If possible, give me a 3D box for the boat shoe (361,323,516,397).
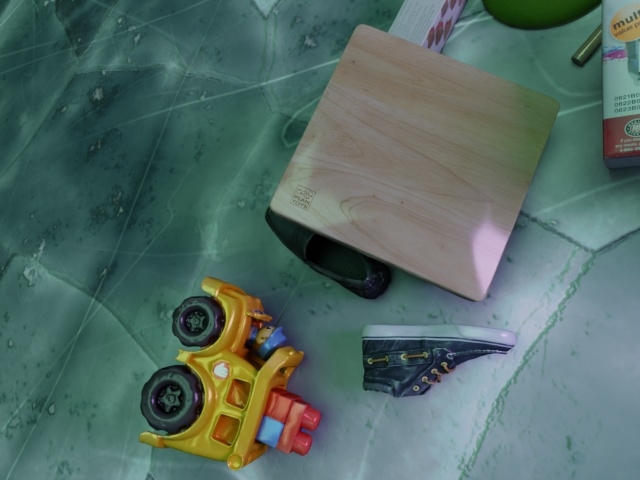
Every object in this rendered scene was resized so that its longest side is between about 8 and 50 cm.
[{"bbox_3d":[0.134,0.143,0.534,0.184,0.065,0.083,-7,72,31],"label":"boat shoe"}]

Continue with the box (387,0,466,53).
[{"bbox_3d":[0.130,-0.275,0.666,0.067,0.063,0.323,24,85,30],"label":"box"}]

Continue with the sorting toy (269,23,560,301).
[{"bbox_3d":[0.111,-0.091,0.558,0.257,0.089,0.255,24,81,5],"label":"sorting toy"}]

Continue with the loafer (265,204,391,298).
[{"bbox_3d":[0.000,0.000,0.630,0.223,0.078,0.076,36,91,30],"label":"loafer"}]

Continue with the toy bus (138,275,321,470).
[{"bbox_3d":[-0.093,0.179,0.591,0.212,0.149,0.220,14,77,15],"label":"toy bus"}]

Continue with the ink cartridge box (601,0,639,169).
[{"bbox_3d":[0.357,-0.169,0.453,0.128,0.127,0.176,-1,91,35],"label":"ink cartridge box"}]

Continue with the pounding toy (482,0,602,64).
[{"bbox_3d":[0.314,-0.372,0.583,0.183,0.110,0.236,-41,61,9],"label":"pounding toy"}]
